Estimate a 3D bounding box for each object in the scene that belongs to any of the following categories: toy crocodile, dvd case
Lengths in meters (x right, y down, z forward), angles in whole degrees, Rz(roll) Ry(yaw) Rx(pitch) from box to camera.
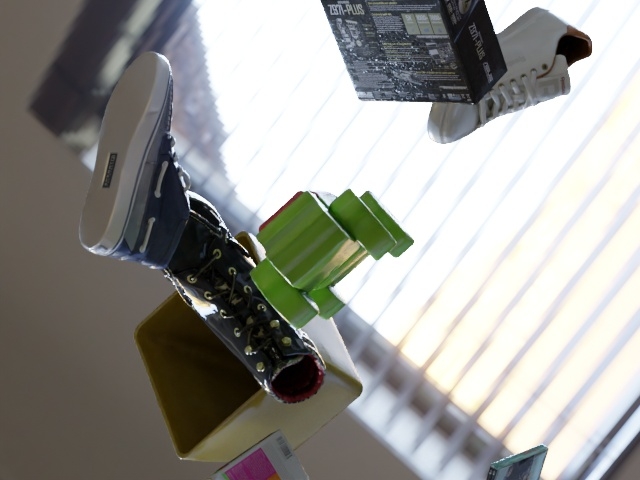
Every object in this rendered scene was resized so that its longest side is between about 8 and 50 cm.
[{"bbox_3d":[0.000,0.000,1.529,0.115,0.105,0.340,-42,-6,7],"label":"toy crocodile"},{"bbox_3d":[0.198,0.278,1.859,0.087,0.013,0.119,-13,-53,-43],"label":"dvd case"}]

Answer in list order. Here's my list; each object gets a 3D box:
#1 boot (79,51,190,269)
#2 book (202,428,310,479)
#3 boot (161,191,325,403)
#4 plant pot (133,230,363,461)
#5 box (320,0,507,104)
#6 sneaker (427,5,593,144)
[{"bbox_3d":[-0.155,-0.071,1.594,0.086,0.069,0.190,20,-95,-40],"label":"boot"},{"bbox_3d":[-0.068,0.288,2.025,0.035,0.096,0.144,-31,-2,37],"label":"book"},{"bbox_3d":[-0.087,0.058,1.780,0.085,0.178,0.236,-40,-35,-3],"label":"boot"},{"bbox_3d":[-0.073,0.153,2.188,0.212,0.212,0.187,-42,-40,20],"label":"plant pot"},{"bbox_3d":[0.109,-0.241,2.047,0.077,0.180,0.147,-47,-54,-36],"label":"box"},{"bbox_3d":[0.267,-0.220,2.401,0.290,0.123,0.106,-42,-36,-27],"label":"sneaker"}]
